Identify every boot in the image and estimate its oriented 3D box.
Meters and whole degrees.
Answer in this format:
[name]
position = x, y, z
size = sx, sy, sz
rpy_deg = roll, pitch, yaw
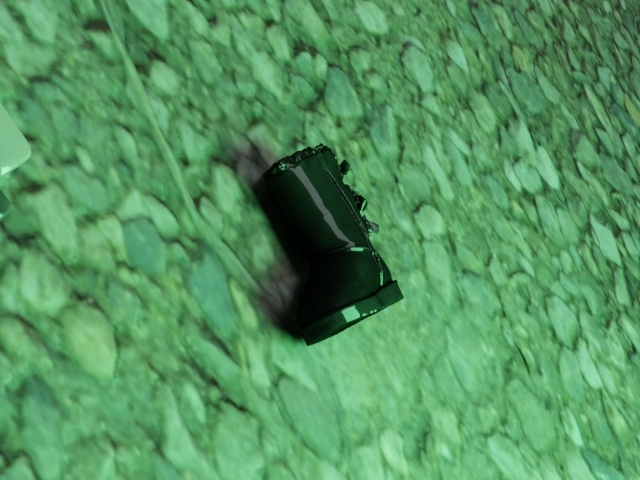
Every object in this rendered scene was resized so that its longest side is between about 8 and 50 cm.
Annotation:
[boot]
position = 0.000, 0.000, 0.992
size = 0.099, 0.045, 0.121
rpy_deg = 64, 20, 1

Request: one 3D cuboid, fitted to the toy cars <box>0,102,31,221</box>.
[toy cars]
position = -0.201, -0.101, 0.709
size = 0.176, 0.087, 0.393
rpy_deg = 29, 44, -38
